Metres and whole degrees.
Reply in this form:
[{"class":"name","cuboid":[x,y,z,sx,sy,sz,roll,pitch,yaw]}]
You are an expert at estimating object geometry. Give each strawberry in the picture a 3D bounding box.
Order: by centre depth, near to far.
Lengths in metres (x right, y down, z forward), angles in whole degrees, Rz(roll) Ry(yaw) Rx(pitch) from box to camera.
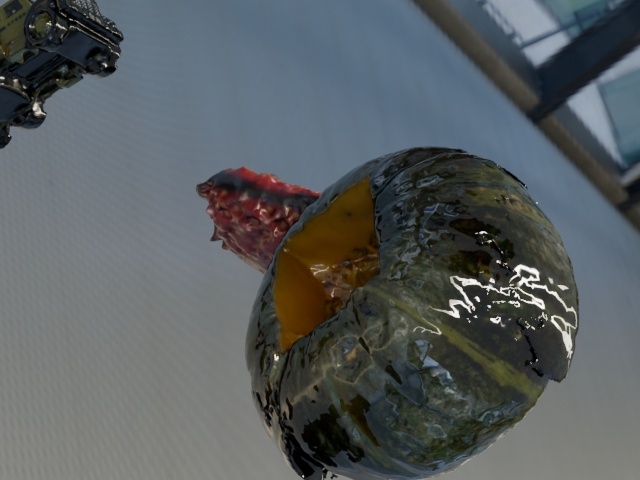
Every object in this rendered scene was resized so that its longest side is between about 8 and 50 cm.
[{"class":"strawberry","cuboid":[0.000,0.000,1.321,0.233,0.306,0.137,13,95,-59]}]

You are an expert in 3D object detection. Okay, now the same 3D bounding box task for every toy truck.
[{"class":"toy truck","cuboid":[-0.367,-0.216,1.265,0.127,0.257,0.127,25,44,-58]}]

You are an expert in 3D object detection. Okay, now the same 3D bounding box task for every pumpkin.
[{"class":"pumpkin","cuboid":[0.070,0.060,0.927,0.192,0.320,0.320,37,37,-26]}]
